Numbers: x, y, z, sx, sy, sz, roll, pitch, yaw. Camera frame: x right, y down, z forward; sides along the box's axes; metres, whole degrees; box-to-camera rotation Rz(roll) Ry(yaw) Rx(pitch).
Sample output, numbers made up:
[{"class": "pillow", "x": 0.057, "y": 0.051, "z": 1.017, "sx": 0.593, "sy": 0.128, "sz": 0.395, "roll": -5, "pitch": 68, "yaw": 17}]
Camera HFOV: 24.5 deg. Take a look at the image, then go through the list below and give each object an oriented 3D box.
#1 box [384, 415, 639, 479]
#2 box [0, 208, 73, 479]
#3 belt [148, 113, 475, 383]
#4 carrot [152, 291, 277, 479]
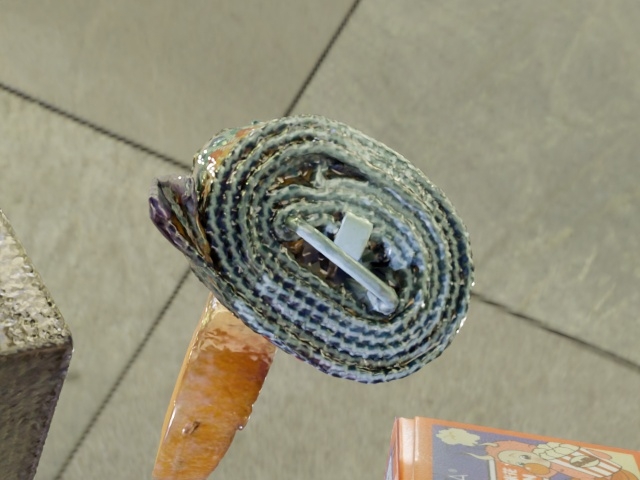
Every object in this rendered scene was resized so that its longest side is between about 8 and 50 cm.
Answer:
[{"class": "box", "x": 0.166, "y": 0.375, "z": 1.315, "sx": 0.256, "sy": 0.319, "sz": 0.349, "roll": 7, "pitch": 17, "yaw": 2}, {"class": "box", "x": -0.330, "y": 0.126, "z": 1.260, "sx": 0.143, "sy": 0.273, "sz": 0.184, "roll": -8, "pitch": 47, "yaw": -34}, {"class": "belt", "x": 0.000, "y": 0.000, "z": 1.344, "sx": 0.295, "sy": 0.160, "sz": 0.207, "roll": 42, "pitch": 82, "yaw": -11}, {"class": "carrot", "x": -0.133, "y": 0.185, "z": 1.839, "sx": 0.100, "sy": 0.307, "sz": 0.258, "roll": 22, "pitch": 58, "yaw": -2}]
